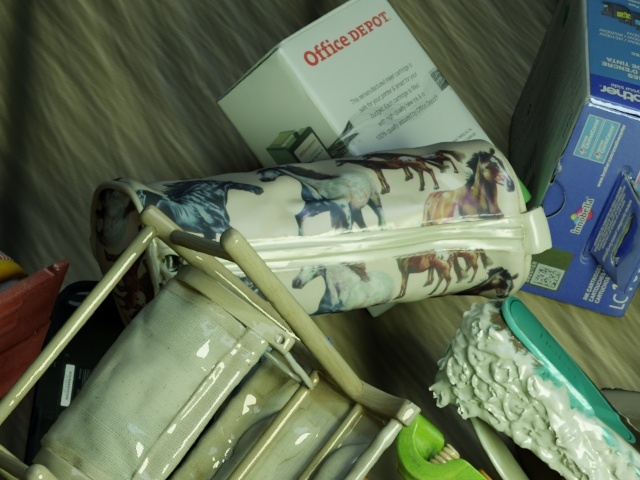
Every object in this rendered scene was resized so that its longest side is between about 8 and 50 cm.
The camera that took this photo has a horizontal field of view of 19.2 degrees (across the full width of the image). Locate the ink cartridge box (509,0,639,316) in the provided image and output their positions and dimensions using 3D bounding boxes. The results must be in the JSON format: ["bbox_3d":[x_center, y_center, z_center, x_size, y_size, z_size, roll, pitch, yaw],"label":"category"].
[{"bbox_3d":[0.316,-0.107,2.121,0.151,0.270,0.395,16,38,-4],"label":"ink cartridge box"}]

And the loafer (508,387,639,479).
[{"bbox_3d":[0.361,0.223,1.886,0.366,0.134,0.130,0,68,-13],"label":"loafer"}]

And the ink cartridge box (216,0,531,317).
[{"bbox_3d":[0.059,-0.098,2.017,0.289,0.121,0.211,54,41,0],"label":"ink cartridge box"}]

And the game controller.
[{"bbox_3d":[-0.180,0.152,1.737,0.166,0.067,0.319,3,39,-3],"label":"game controller"}]

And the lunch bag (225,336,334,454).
[{"bbox_3d":[-0.033,0.179,1.708,0.096,0.129,0.151,4,43,-21],"label":"lunch bag"}]

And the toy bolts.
[{"bbox_3d":[0.126,0.299,1.684,0.228,0.158,0.218,44,0,40],"label":"toy bolts"}]

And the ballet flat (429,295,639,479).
[{"bbox_3d":[0.264,0.225,1.746,0.409,0.147,0.147,45,41,7],"label":"ballet flat"}]

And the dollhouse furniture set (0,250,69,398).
[{"bbox_3d":[-0.416,0.086,1.603,0.201,0.152,0.374,36,39,17],"label":"dollhouse furniture set"}]

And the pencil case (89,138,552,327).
[{"bbox_3d":[0.000,0.000,1.772,0.410,0.159,0.183,-7,20,-20],"label":"pencil case"}]

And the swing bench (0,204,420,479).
[{"bbox_3d":[-0.102,0.152,1.539,0.254,0.253,0.165,46,-15,-28],"label":"swing bench"}]
